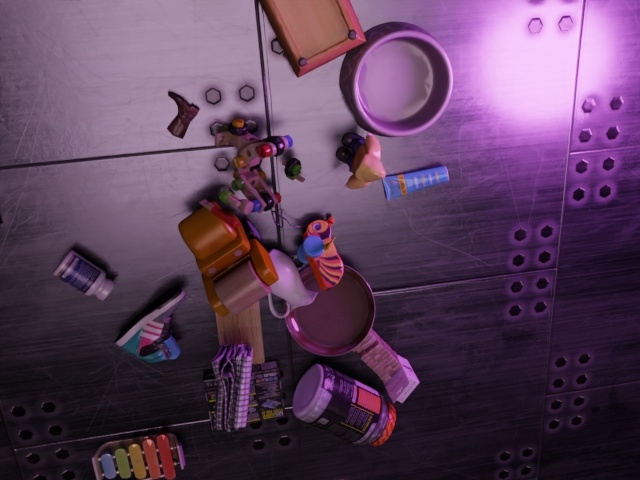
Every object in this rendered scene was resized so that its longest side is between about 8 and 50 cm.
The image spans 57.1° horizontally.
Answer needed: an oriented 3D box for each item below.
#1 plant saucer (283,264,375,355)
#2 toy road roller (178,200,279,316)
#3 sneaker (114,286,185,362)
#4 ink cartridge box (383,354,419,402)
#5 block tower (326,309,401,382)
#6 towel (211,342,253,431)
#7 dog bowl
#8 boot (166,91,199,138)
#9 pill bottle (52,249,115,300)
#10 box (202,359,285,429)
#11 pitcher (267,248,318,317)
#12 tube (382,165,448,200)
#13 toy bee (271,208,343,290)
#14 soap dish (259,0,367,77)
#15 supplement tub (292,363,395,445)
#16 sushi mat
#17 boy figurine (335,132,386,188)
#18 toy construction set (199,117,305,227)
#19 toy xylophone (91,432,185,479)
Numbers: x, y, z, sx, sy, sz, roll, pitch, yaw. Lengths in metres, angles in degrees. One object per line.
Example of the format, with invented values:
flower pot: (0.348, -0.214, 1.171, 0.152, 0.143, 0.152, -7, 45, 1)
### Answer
plant saucer: (0.031, 0.228, 1.965, 0.311, 0.050, 0.310, -1, 83, 13)
toy road roller: (-0.292, 0.037, 1.757, 0.203, 0.329, 0.240, -34, 135, 5)
sneaker: (-0.510, 0.297, 1.926, 0.296, 0.123, 0.178, -39, 108, 15)
ink cartridge box: (0.287, 0.506, 2.116, 0.062, 0.181, 0.104, 31, 104, -19)
block tower: (0.155, 0.357, 2.084, 0.097, 0.091, 0.335, -39, 113, 8)
towel: (-0.287, 0.464, 1.897, 0.122, 0.284, 0.234, 4, 89, -5)
dog bowl: (0.235, -0.471, 1.763, 0.349, 0.102, 0.348, -3, 112, -8)
boot: (-0.427, -0.365, 1.730, 0.107, 0.037, 0.114, 32, 108, -17)
pill bottle: (-0.732, 0.113, 1.834, 0.169, 0.094, 0.094, 38, 101, -21)
box: (-0.271, 0.553, 2.107, 0.270, 0.060, 0.216, -8, 113, -6)
pitcher: (-0.137, 0.146, 1.925, 0.178, 0.125, 0.207, -37, 98, 23)
tube: (0.310, -0.193, 1.919, 0.207, 0.052, 0.080, -14, 102, 2)
toy bee: (0.000, 0.000, 1.881, 0.162, 0.195, 0.298, -31, 104, -23)
soap dish: (-0.029, -0.632, 1.630, 0.229, 0.118, 0.290, -25, 110, 8)
supplement tub: (0.088, 0.596, 2.105, 0.338, 0.207, 0.207, 31, 104, -19)
sushi mat: (-0.278, 0.298, 2.025, 0.152, 0.019, 0.316, -6, 112, -6)
boy figurine: (0.119, -0.227, 1.741, 0.092, 0.285, 0.177, 20, 110, -17)
toy construction set: (-0.238, -0.208, 1.724, 0.309, 0.237, 0.257, -48, 156, -22)
toy xylophone: (-0.645, 0.804, 2.131, 0.323, 0.081, 0.236, -14, 114, -4)
